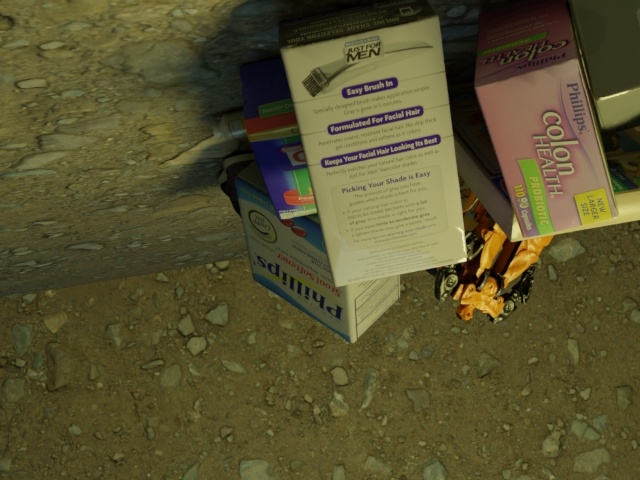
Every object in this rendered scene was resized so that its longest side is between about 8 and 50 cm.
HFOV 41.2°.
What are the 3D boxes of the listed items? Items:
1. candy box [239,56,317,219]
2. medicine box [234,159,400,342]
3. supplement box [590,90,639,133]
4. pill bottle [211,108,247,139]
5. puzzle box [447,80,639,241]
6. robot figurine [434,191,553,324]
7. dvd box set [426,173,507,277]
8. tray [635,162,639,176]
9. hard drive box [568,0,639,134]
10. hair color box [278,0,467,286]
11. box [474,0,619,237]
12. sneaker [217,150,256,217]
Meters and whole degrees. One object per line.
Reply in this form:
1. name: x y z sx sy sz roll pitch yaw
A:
1. candy box: 0.038 -0.159 1.271 0.268 0.122 0.317 -11 158 2
2. medicine box: 0.000 0.000 1.563 0.149 0.263 0.289 -41 146 -29
3. supplement box: 0.631 -0.251 1.686 0.220 0.111 0.114 -8 172 -16
4. pill bottle: -0.128 -0.185 1.350 0.083 0.043 0.043 -11 172 6
5. puzzle box: 0.333 -0.147 1.295 0.272 0.052 0.409 -10 -145 -9
6. robot figurine: 0.297 0.000 1.410 0.211 0.291 0.085 24 -172 -33
7. dvd box set: 0.311 -0.094 1.612 0.420 0.062 0.307 -25 -149 -15
8. tray: 0.604 -0.227 1.143 0.411 0.076 0.203 -29 147 -27
9. hard drive box: 0.378 -0.250 1.085 0.089 0.181 0.232 -14 172 20
10. hair color box: 0.071 -0.119 1.077 0.185 0.339 0.110 -11 -147 2
11. box: 0.280 -0.164 1.068 0.117 0.214 0.243 -14 -150 19
12. sneaker: -0.151 -0.087 1.730 0.107 0.124 0.283 -10 172 -3
